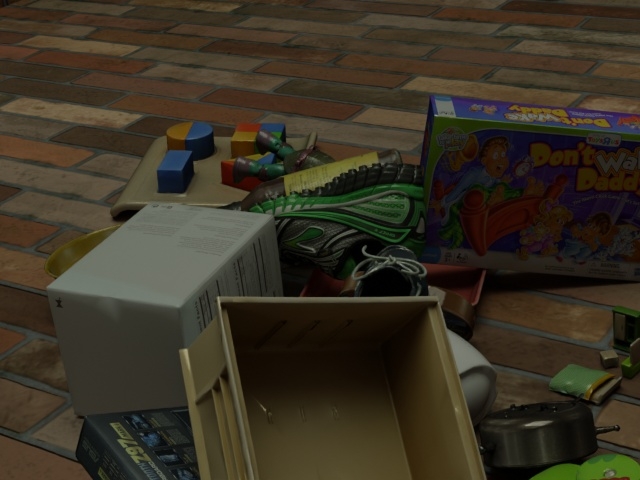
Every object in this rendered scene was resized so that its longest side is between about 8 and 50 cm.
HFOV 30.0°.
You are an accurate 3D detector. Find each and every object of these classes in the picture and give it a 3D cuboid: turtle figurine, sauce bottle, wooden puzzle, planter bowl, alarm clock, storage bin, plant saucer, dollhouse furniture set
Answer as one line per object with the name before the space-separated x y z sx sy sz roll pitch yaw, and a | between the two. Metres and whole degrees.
turtle figurine | -0.024 -0.106 2.020 0.234 0.118 0.175 25 40 22
sauce bottle | -0.030 -0.055 1.874 0.344 0.111 0.111 -13 26 6
wooden puzzle | -0.193 -0.146 2.219 0.348 0.080 0.322 -3 27 8
planter bowl | -0.304 0.052 1.827 0.217 0.090 0.217 -11 22 4
alarm clock | 0.229 0.220 1.344 0.192 0.064 0.129 -12 0 -28
storage bin | 0.013 0.199 1.217 0.262 0.123 0.260 2 62 -30
plant saucer | 0.125 0.048 1.794 0.258 0.048 0.259 1 28 15
dollhouse furniture set | 0.362 0.145 1.528 0.076 0.058 0.151 17 35 40

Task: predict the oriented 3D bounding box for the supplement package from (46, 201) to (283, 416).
supplement package | -0.195 0.097 1.597 0.199 0.198 0.263 7 29 23

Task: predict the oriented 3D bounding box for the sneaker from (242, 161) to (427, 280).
sneaker | 0.000 0.000 1.706 0.343 0.146 0.134 -19 -17 38

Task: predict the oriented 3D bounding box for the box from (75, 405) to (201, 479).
box | -0.134 0.266 1.299 0.183 0.059 0.232 1 25 -41

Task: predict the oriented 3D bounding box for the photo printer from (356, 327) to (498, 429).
photo printer | 0.044 0.182 1.465 0.307 0.107 0.256 -22 31 -32

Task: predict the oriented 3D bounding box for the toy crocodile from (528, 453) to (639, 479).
toy crocodile | 0.306 0.312 1.147 0.105 0.115 0.340 -21 27 -13

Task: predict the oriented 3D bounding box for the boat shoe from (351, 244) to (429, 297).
boat shoe | 0.083 0.063 1.487 0.095 0.079 0.254 6 29 14

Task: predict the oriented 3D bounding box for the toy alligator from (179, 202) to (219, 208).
toy alligator | -0.169 -0.025 2.007 0.189 0.056 0.051 24 -1 45

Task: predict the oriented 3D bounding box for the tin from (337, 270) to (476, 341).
tin | 0.118 0.092 1.619 0.189 0.106 0.040 14 57 11

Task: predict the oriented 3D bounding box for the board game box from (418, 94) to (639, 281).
board game box | 0.313 -0.072 1.706 0.347 0.233 0.078 5 29 -3
